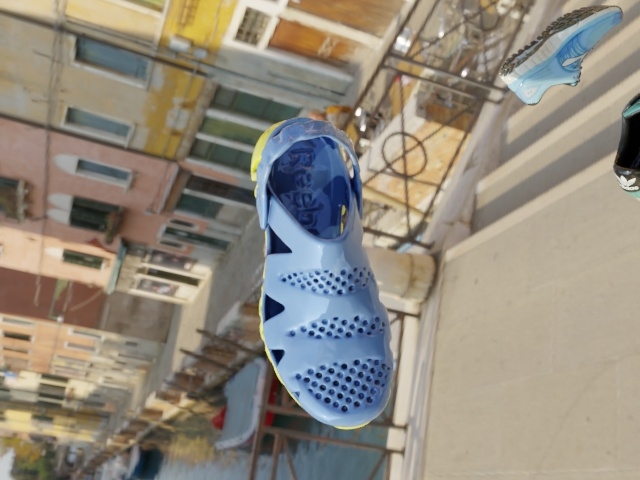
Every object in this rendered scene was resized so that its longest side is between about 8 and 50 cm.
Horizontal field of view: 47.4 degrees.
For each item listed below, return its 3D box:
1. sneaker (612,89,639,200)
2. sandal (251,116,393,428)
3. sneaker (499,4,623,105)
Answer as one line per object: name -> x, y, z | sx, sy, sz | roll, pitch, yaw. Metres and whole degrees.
sneaker -> 0.529, -0.207, 1.086 | 0.108, 0.121, 0.302 | 23, 92, 46
sandal -> -0.003, 0.017, 0.683 | 0.138, 0.126, 0.317 | 119, 138, -75
sneaker -> 0.298, -0.225, 0.888 | 0.162, 0.073, 0.063 | -36, 20, 4
